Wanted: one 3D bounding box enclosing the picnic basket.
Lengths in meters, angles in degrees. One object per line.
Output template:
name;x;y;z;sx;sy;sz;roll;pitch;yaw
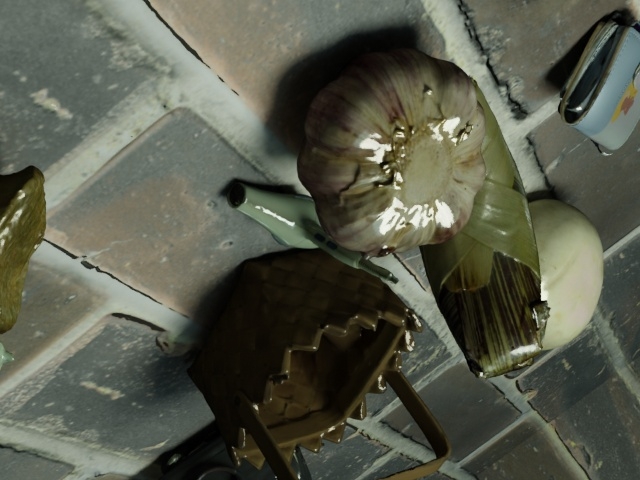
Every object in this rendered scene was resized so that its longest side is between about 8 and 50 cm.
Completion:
picnic basket;0.003;0.193;1.620;0.254;0.321;0.291;-8;142;-38

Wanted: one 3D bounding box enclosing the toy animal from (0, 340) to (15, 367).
toy animal;-0.392;0.113;1.263;0.121;0.094;0.225;-42;154;-7

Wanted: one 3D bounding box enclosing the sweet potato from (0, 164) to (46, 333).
sweet potato;-0.401;0.054;1.087;0.369;0.158;0.158;-23;153;-6

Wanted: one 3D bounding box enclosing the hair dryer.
hair dryer;-0.019;-0.009;1.411;0.167;0.199;0.067;22;98;-35

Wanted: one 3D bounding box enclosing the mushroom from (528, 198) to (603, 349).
mushroom;0.333;0.055;1.937;0.246;0.202;0.246;-15;107;-60

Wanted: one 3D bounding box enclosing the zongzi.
zongzi;0.213;-0.006;1.575;0.154;0.289;0.317;-14;148;-3

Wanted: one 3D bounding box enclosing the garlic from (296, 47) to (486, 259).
garlic;0.073;-0.103;1.370;0.245;0.160;0.245;-16;120;-29

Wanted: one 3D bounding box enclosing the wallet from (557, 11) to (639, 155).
wallet;0.401;-0.213;1.684;0.170;0.069;0.231;-59;154;8

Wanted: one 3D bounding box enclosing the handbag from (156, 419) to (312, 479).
handbag;-0.145;0.387;1.935;0.254;0.181;0.181;-34;162;-4
